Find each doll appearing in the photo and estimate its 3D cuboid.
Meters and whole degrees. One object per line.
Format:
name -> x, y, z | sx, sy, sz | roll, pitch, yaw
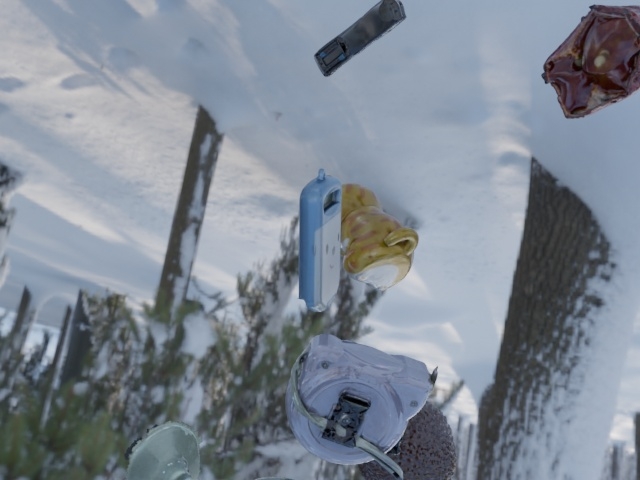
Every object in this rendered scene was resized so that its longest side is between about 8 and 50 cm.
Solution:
doll -> 0.093, -0.015, 1.542 | 0.166, 0.162, 0.269 | 32, -169, -49

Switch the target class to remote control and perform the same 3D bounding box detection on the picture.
remote control -> 0.071, -0.385, 1.350 | 0.212, 0.059, 0.028 | -30, 174, 37

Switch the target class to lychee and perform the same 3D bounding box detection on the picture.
lychee -> 0.153, 0.376, 1.286 | 0.194, 0.195, 0.194 | 8, 166, 2

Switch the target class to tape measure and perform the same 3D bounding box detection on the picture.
tape measure -> 0.046, 0.233, 1.000 | 0.195, 0.179, 0.105 | 13, -160, -6

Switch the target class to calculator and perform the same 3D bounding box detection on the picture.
calculator -> 0.000, 0.000, 1.036 | 0.039, 0.211, 0.121 | 5, -165, 15

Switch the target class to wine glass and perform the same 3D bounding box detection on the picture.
wine glass -> -0.086, 0.316, 0.811 | 0.321, 0.144, 0.143 | 9, 169, 38

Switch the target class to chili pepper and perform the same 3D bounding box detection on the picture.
chili pepper -> 0.408, -0.249, 0.957 | 0.136, 0.144, 0.252 | 22, -148, 36
